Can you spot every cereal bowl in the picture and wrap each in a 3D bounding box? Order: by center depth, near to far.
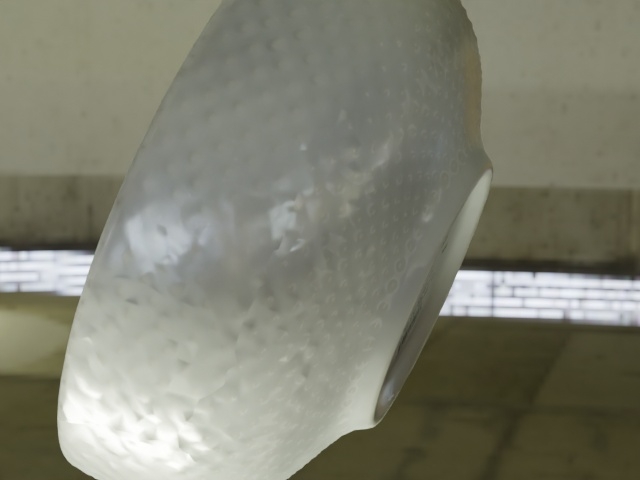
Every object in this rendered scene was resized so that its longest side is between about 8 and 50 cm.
[{"bbox_3d":[0.000,0.000,0.917,0.141,0.339,0.339,24,-167,10],"label":"cereal bowl"}]
